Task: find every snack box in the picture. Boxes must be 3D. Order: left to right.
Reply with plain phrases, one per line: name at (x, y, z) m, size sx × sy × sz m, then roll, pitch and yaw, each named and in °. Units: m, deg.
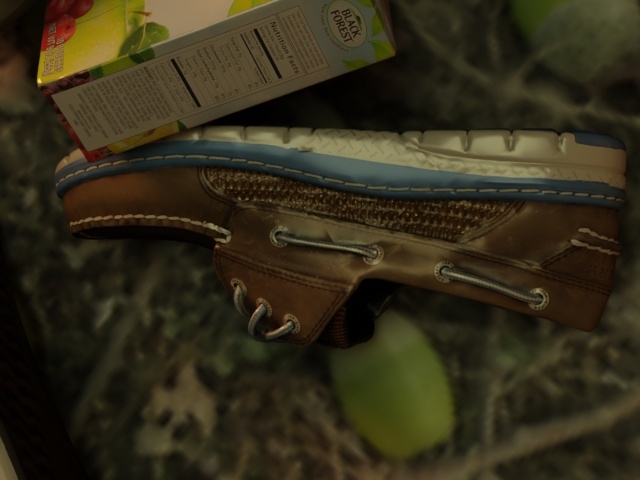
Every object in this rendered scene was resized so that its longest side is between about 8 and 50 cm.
snack box at (-0.033, -0.095, 0.506) m, size 0.100 × 0.037 × 0.141 m, roll -18°, pitch 42°, yaw 11°

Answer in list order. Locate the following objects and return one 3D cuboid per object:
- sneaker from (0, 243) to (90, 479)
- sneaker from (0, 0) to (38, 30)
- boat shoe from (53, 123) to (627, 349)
sneaker at (-0.159, 0.042, 0.508) m, size 0.123 × 0.106 × 0.290 m, roll -27°, pitch 71°, yaw 8°
sneaker at (-0.168, -0.150, 0.516) m, size 0.087 × 0.130 × 0.227 m, roll -44°, pitch 52°, yaw 2°
boat shoe at (0.000, 0.000, 0.492) m, size 0.183 × 0.066 × 0.066 m, roll 0°, pitch 86°, yaw 21°
